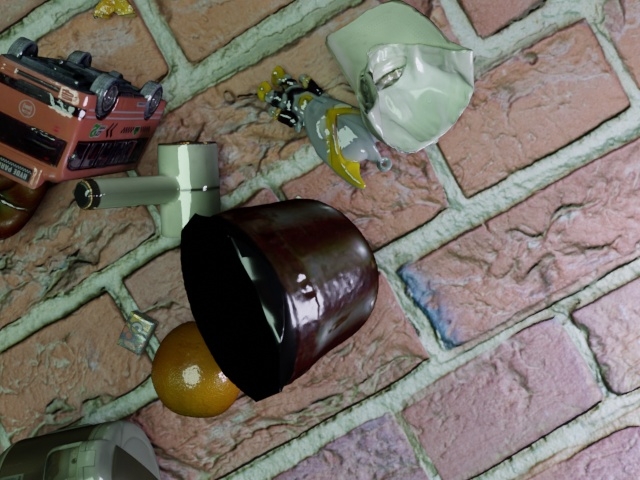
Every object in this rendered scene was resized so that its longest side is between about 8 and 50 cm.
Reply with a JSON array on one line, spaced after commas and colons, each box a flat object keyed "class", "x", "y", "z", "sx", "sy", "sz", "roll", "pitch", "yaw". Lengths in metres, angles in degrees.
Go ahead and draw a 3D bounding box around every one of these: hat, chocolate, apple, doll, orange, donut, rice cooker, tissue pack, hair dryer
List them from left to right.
[{"class": "apple", "x": -0.729, "y": -0.149, "z": 1.793, "sx": 0.317, "sy": 0.288, "sz": 0.288, "roll": 44, "pitch": 99, "yaw": 18}, {"class": "rice cooker", "x": -0.491, "y": 0.541, "z": 1.812, "sx": 0.325, "sy": 0.335, "sz": 0.335, "roll": -13, "pitch": 94, "yaw": 9}, {"class": "donut", "x": -0.436, "y": -0.486, "z": 1.846, "sx": 0.083, "sy": 0.038, "sz": 0.067, "roll": -37, "pitch": 93, "yaw": 14}, {"class": "tissue pack", "x": -0.403, "y": 0.203, "z": 1.909, "sx": 0.063, "sy": 0.035, "sz": 0.083, "roll": 28, "pitch": 100, "yaw": 3}, {"class": "hair dryer", "x": -0.347, "y": -0.096, "z": 1.724, "sx": 0.128, "sy": 0.362, "sz": 0.203, "roll": 3, "pitch": 98, "yaw": 38}, {"class": "orange", "x": -0.257, "y": 0.270, "z": 1.823, "sx": 0.206, "sy": 0.206, "sz": 0.206, "roll": 1, "pitch": 96, "yaw": 7}, {"class": "chocolate", "x": -0.051, "y": 0.085, "z": 1.685, "sx": 0.331, "sy": 0.383, "sz": 0.384, "roll": -20, "pitch": 93, "yaw": -27}, {"class": "doll", "x": 0.019, "y": -0.244, "z": 1.785, "sx": 0.316, "sy": 0.145, "sz": 0.103, "roll": 35, "pitch": 135, "yaw": 9}, {"class": "hat", "x": 0.138, "y": -0.330, "z": 1.750, "sx": 0.258, "sy": 0.168, "sz": 0.301, "roll": -32, "pitch": 66, "yaw": -16}]

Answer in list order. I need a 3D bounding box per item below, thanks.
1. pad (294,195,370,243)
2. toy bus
[{"class": "pad", "x": 0.000, "y": 0.000, "z": 1.854, "sx": 0.188, "sy": 0.006, "sz": 0.113, "roll": 32, "pitch": 98, "yaw": 3}, {"class": "toy bus", "x": -0.474, "y": -0.239, "z": 1.680, "sx": 0.203, "sy": 0.427, "sz": 0.233, "roll": 25, "pitch": 101, "yaw": 5}]
